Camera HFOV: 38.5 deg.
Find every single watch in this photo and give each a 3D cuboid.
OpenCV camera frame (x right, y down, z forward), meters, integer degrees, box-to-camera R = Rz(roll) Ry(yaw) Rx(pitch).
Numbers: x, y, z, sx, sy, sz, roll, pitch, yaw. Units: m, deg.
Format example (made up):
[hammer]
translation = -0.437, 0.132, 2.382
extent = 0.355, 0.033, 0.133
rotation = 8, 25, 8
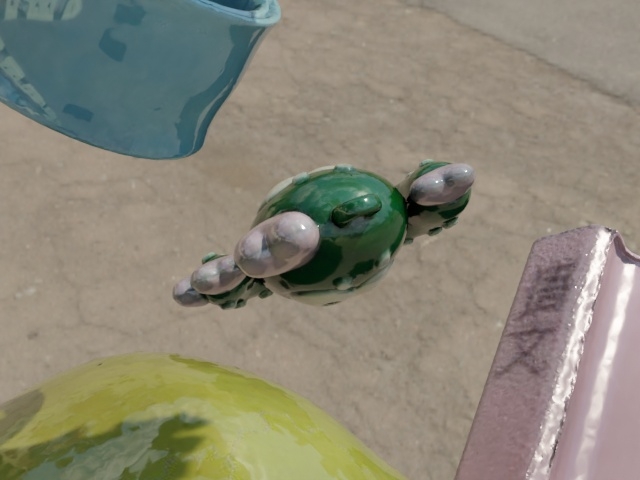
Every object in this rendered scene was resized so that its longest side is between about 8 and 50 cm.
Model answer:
[watch]
translation = -0.122, -0.135, 0.475
extent = 0.211, 0.211, 0.193
rotation = 4, 28, -4

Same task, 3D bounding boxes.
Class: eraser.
[eraser]
translation = 0.282, 0.204, 0.918
extent = 0.122, 0.272, 0.359
rotation = -19, 37, 49

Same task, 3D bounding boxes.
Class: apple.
[apple]
translation = -0.112, 0.298, 0.604
extent = 0.474, 0.473, 0.473
rotation = 4, 32, -3

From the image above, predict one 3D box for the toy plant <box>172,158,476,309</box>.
[toy plant]
translation = 0.005, -0.002, 0.778
extent = 0.233, 0.243, 0.112
rotation = -19, 83, -38
